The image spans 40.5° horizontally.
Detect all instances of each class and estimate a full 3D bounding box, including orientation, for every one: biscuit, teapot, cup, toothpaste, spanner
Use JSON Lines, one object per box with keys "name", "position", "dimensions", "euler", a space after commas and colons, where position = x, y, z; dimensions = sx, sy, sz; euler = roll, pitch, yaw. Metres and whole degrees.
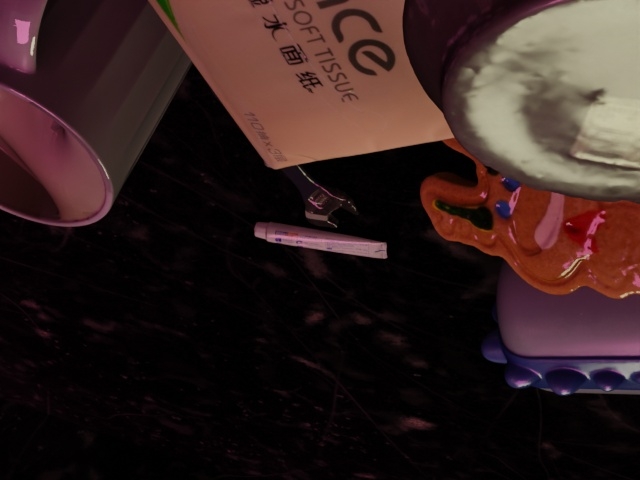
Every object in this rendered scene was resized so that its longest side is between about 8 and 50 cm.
{"name": "biscuit", "position": [0.263, -0.042, 1.025], "dimensions": [0.334, 0.047, 0.202], "euler": [30, 124, 29]}
{"name": "teapot", "position": [0.232, -0.221, 0.655], "dimensions": [0.306, 0.361, 0.376], "euler": [10, 155, 7]}
{"name": "cup", "position": [-0.263, -0.232, 0.927], "dimensions": [0.237, 0.326, 0.322], "euler": [22, 148, -2]}
{"name": "toothpaste", "position": [0.000, 0.000, 1.400], "dimensions": [0.218, 0.033, 0.052], "euler": [10, 150, 10]}
{"name": "spanner", "position": [-0.050, -0.123, 1.257], "dimensions": [0.087, 0.024, 0.316], "euler": [-11, 135, 36]}

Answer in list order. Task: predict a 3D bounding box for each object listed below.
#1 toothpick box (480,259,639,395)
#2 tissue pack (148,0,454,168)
{"name": "toothpick box", "position": [0.382, 0.092, 1.121], "dimensions": [0.355, 0.263, 0.263], "euler": [-6, 139, 37]}
{"name": "tissue pack", "position": [-0.001, -0.280, 0.832], "dimensions": [0.332, 0.205, 0.405], "euler": [-7, 139, 29]}
